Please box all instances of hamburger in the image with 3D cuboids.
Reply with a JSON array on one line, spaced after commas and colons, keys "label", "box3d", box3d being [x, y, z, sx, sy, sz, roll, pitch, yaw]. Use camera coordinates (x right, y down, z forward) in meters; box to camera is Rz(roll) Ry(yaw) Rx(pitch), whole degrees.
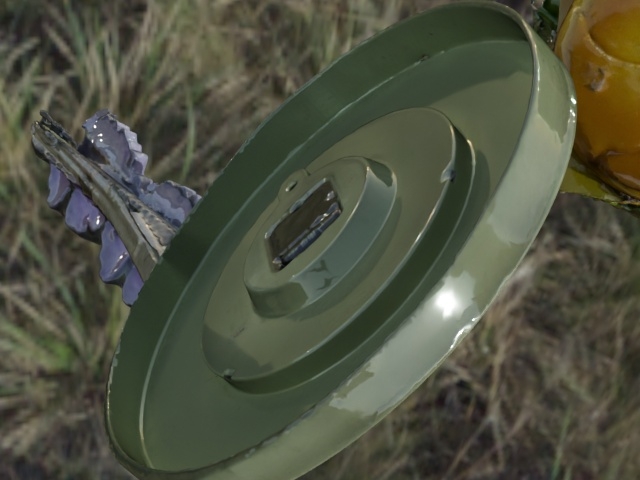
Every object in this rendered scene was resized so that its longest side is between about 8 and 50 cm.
[{"label": "hamburger", "box3d": [0.190, -0.084, 0.762, 0.190, 0.164, 0.093, 22, 12, 21]}]

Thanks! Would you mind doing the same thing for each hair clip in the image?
[{"label": "hair clip", "box3d": [-0.152, -0.018, 1.186, 0.085, 0.106, 0.292, 5, 27, -41]}]

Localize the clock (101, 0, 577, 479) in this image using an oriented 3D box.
[{"label": "clock", "box3d": [0.000, 0.000, 0.607, 0.029, 0.235, 0.235, 43, 52, -23]}]
